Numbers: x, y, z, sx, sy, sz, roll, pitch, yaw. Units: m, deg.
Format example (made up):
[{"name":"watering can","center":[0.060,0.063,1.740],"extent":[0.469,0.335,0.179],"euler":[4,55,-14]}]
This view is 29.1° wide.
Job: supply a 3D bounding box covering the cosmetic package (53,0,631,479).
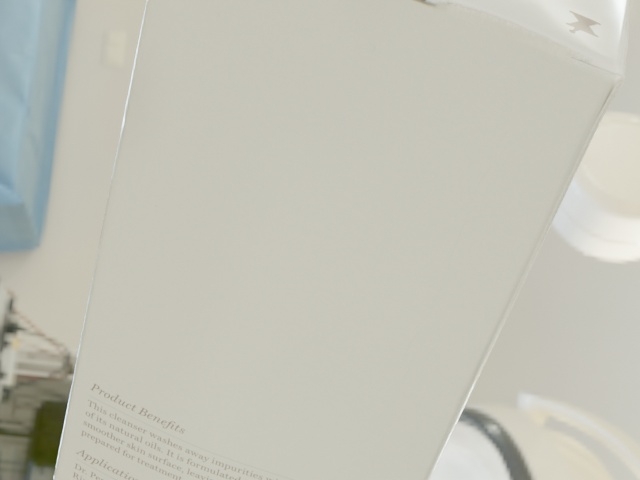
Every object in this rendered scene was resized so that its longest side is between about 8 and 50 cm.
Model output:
[{"name":"cosmetic package","center":[0.000,0.000,0.679],"extent":[0.156,0.217,0.385],"euler":[-63,175,-56]}]
